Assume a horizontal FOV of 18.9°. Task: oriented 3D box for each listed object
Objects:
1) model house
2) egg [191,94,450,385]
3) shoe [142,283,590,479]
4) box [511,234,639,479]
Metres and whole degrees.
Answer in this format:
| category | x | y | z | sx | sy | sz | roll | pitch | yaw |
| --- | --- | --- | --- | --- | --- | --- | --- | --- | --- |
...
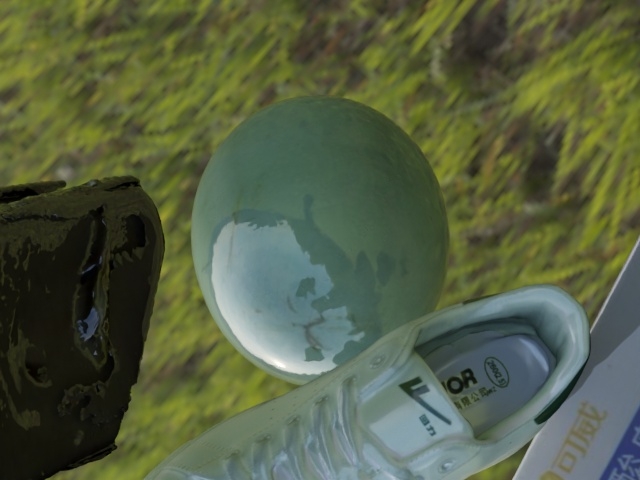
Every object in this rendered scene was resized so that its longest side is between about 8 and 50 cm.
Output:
| category | x | y | z | sx | sy | sz | roll | pitch | yaw |
| --- | --- | --- | --- | --- | --- | --- | --- | --- | --- |
| model house | -0.170 | 0.049 | 0.775 | 0.164 | 0.203 | 0.141 | -6 | 89 | 20 |
| egg | 0.000 | 0.000 | 1.245 | 0.168 | 0.231 | 0.168 | -2 | 125 | -2 |
| shoe | 0.015 | 0.093 | 0.881 | 0.095 | 0.265 | 0.110 | 55 | 150 | 11 |
| box | 0.246 | 0.047 | 0.945 | 0.200 | 0.065 | 0.343 | 29 | 115 | 13 |
